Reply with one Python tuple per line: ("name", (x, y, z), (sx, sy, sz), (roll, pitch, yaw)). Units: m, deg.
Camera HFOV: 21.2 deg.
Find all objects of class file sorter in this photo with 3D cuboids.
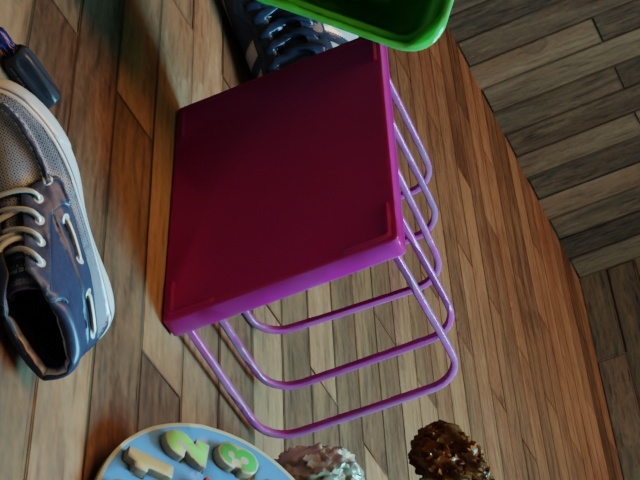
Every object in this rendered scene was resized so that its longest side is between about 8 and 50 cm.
("file sorter", (0.000, 0.000, 1.479), (0.291, 0.202, 0.182), (-92, 157, -50))

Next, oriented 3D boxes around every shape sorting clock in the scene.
("shape sorting clock", (-0.064, 0.211, 1.142), (0.206, 0.040, 0.206), (22, 42, -22))

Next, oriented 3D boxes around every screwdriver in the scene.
("screwdriver", (-0.241, -0.161, 1.217), (0.170, 0.024, 0.025), (54, -9, -25))

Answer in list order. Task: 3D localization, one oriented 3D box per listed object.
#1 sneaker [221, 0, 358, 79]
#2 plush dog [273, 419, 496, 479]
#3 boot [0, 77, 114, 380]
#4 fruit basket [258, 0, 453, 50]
("sneaker", (-0.014, -0.167, 1.780), (0.148, 0.131, 0.350), (-68, 136, -74))
("plush dog", (0.051, 0.255, 1.268), (0.210, 0.225, 0.262), (27, 44, -68))
("boot", (-0.186, -0.008, 1.092), (0.086, 0.069, 0.190), (-71, 140, -70))
("fruit basket", (-0.034, -0.338, 1.367), (0.392, 0.392, 0.283), (24, 84, -69))
